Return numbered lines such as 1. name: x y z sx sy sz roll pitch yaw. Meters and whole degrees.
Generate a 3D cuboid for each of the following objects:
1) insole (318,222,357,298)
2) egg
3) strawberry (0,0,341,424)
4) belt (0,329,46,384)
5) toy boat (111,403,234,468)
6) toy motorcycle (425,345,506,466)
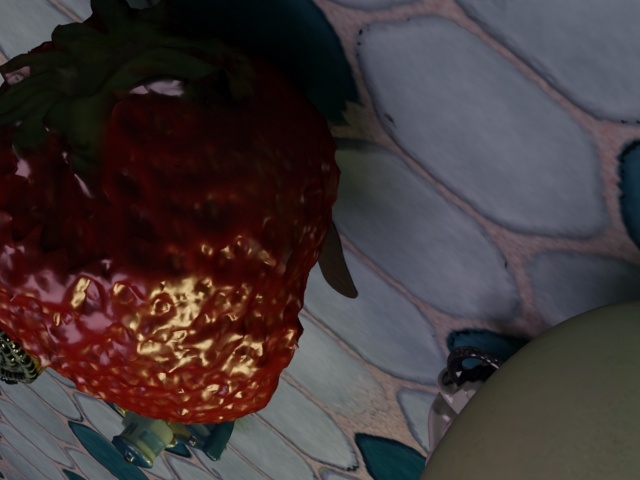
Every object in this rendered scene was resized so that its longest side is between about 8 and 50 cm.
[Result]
1. insole: 0.000 0.000 1.120 0.045 0.002 0.135 26 154 34
2. egg: 0.151 0.140 0.862 0.286 0.264 0.174 -41 59 49
3. strawberry: -0.107 0.002 0.974 0.257 0.257 0.277 19 138 44
4. belt: -0.354 0.038 1.558 0.295 0.160 0.207 13 145 49
5. toy boat: -0.164 0.206 1.643 0.088 0.102 0.215 50 156 -26
6. toy motorcycle: 0.157 0.159 1.037 0.221 0.102 0.150 40 149 1
